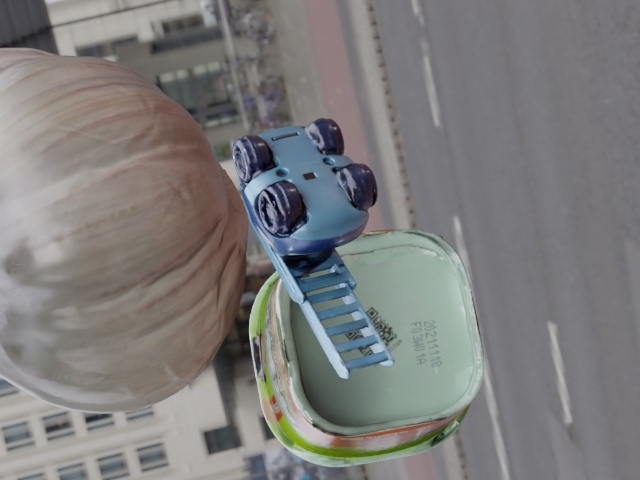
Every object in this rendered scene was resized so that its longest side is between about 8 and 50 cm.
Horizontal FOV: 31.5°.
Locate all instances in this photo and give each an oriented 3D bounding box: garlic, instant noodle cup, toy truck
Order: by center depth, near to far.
[{"bbox_3d":[0.000,0.000,0.586,0.074,0.063,0.136,98,152,-44],"label":"toy truck"},{"bbox_3d":[-0.189,-0.014,0.932,0.317,0.259,0.317,38,138,44],"label":"garlic"},{"bbox_3d":[0.054,0.114,1.262,0.308,0.294,0.293,96,160,-79],"label":"instant noodle cup"}]
